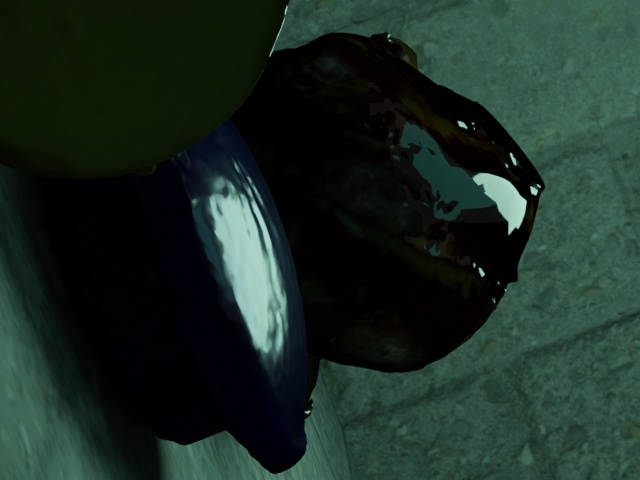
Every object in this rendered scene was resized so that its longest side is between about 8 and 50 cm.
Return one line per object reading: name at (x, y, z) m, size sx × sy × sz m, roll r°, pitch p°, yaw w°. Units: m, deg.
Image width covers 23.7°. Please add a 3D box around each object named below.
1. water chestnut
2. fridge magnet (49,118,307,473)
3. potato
water chestnut at (0.000, 0.000, 1.260) m, size 0.335 × 0.347 × 0.335 m, roll 31°, pitch 10°, yaw -6°
fridge magnet at (-0.075, 0.008, 0.855) m, size 0.265 × 0.113 × 0.265 m, roll -20°, pitch 90°, yaw -88°
potato at (-0.109, -0.109, 0.629) m, size 0.203 × 0.178 × 0.158 m, roll 45°, pitch -16°, yaw 3°
